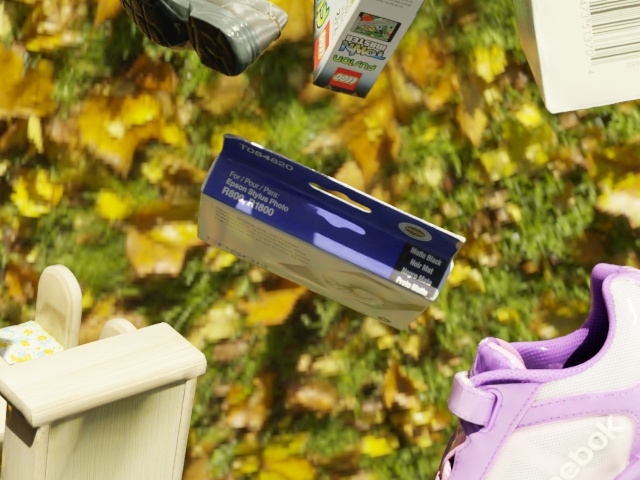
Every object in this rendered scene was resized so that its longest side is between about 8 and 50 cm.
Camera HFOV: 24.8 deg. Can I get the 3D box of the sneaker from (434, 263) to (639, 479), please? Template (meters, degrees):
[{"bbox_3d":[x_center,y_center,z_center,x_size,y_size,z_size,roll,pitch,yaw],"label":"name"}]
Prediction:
[{"bbox_3d":[0.084,0.099,0.627,0.236,0.095,0.104,-43,99,7],"label":"sneaker"}]

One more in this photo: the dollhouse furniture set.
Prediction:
[{"bbox_3d":[-0.189,0.088,0.845,0.212,0.242,0.161,-15,127,-40],"label":"dollhouse furniture set"}]

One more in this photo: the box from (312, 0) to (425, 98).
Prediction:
[{"bbox_3d":[0.032,-0.200,0.886,0.036,0.207,0.114,14,140,-17],"label":"box"}]

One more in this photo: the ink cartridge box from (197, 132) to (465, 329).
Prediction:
[{"bbox_3d":[0.000,0.000,1.275,0.223,0.045,0.224,24,164,1],"label":"ink cartridge box"}]

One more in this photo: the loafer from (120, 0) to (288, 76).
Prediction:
[{"bbox_3d":[-0.098,-0.183,1.141,0.061,0.170,0.062,-36,143,-28],"label":"loafer"}]

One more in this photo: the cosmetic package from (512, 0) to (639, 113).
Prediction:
[{"bbox_3d":[0.242,-0.226,1.297,0.129,0.296,0.153,-9,109,6],"label":"cosmetic package"}]
